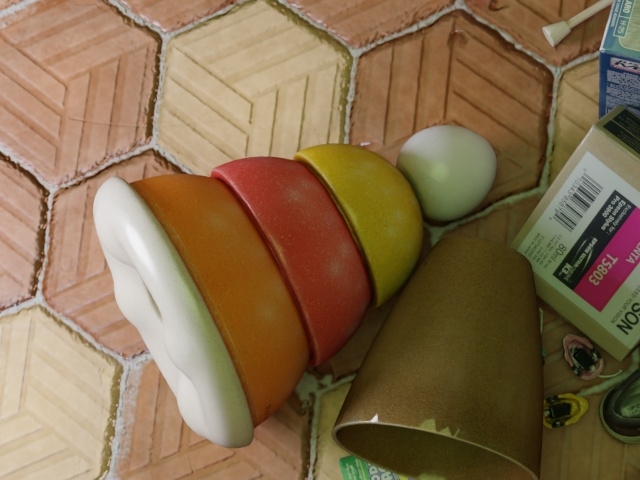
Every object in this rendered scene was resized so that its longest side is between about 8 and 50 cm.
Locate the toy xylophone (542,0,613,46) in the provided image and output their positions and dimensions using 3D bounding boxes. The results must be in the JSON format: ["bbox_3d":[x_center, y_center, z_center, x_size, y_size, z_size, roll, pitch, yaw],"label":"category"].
[{"bbox_3d":[0.308,-0.394,1.868,0.323,0.081,0.236,-37,78,3],"label":"toy xylophone"}]

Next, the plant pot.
[{"bbox_3d":[0.160,0.133,1.716,0.237,0.237,0.254,13,69,11],"label":"plant pot"}]

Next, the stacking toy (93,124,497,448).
[{"bbox_3d":[0.000,0.000,1.801,0.480,0.350,0.350,-27,78,-15],"label":"stacking toy"}]

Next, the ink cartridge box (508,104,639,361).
[{"bbox_3d":[0.348,-0.006,1.744,0.193,0.088,0.234,40,128,14],"label":"ink cartridge box"}]

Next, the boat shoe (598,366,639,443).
[{"bbox_3d":[0.461,0.155,1.758,0.285,0.092,0.102,-24,79,4],"label":"boat shoe"}]

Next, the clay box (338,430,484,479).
[{"bbox_3d":[0.139,0.290,1.815,0.222,0.053,0.127,-18,78,6],"label":"clay box"}]

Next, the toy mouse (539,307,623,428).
[{"bbox_3d":[0.280,0.151,1.808,0.161,0.031,0.143,-18,89,-12],"label":"toy mouse"}]

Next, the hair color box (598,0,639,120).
[{"bbox_3d":[0.384,-0.238,1.697,0.105,0.347,0.173,15,84,11],"label":"hair color box"}]
